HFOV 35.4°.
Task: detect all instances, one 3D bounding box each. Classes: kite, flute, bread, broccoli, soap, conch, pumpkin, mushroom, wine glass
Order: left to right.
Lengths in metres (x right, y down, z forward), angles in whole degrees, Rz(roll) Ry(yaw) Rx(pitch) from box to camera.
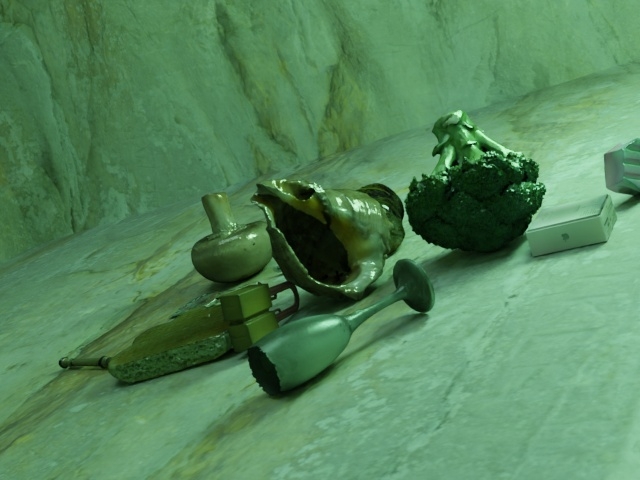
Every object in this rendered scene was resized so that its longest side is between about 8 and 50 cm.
[{"bbox_3d":[-0.460,0.247,2.030,0.233,0.027,0.027,-7,17,45],"label":"flute"},{"bbox_3d":[-0.251,0.186,1.882,0.286,0.056,0.207,-16,15,19],"label":"bread"},{"bbox_3d":[-0.225,0.126,2.228,0.229,0.016,0.127,-15,16,25],"label":"kite"},{"bbox_3d":[-0.215,-0.013,2.355,0.207,0.215,0.207,-20,3,1],"label":"mushroom"},{"bbox_3d":[-0.003,0.008,1.906,0.186,0.324,0.263,-57,27,36],"label":"conch"},{"bbox_3d":[0.000,0.158,1.625,0.309,0.096,0.264,-27,-4,-29],"label":"wine glass"},{"bbox_3d":[0.118,-0.040,2.131,0.278,0.111,0.163,-29,26,-30],"label":"pumpkin"},{"bbox_3d":[0.274,-0.106,1.845,0.270,0.270,0.270,-14,-17,-5],"label":"broccoli"},{"bbox_3d":[0.585,-0.135,1.852,0.149,0.100,0.056,3,-10,-35],"label":"soap"}]

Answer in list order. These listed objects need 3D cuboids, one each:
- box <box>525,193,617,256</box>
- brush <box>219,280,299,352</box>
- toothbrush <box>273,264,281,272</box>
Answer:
[{"bbox_3d":[0.435,-0.028,1.738,0.129,0.051,0.130,-14,12,27],"label":"box"},{"bbox_3d":[-0.092,0.122,1.825,0.047,0.103,0.233,-12,4,30],"label":"brush"},{"bbox_3d":[0.016,0.035,2.219,0.263,0.022,0.026,-14,10,21],"label":"toothbrush"}]
